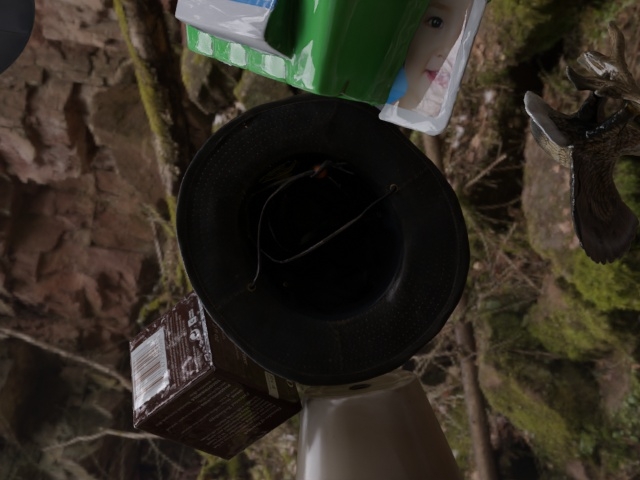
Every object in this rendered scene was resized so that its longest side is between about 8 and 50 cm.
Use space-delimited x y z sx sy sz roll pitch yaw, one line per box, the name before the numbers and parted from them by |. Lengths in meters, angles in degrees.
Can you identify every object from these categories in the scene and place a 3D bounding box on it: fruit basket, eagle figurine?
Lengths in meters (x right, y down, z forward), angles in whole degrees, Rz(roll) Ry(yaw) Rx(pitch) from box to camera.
fruit basket | 0.009 -0.281 0.441 0.327 0.165 0.353 33 122 45
eagle figurine | 0.413 -0.127 0.967 0.226 0.225 0.298 -45 -25 -28

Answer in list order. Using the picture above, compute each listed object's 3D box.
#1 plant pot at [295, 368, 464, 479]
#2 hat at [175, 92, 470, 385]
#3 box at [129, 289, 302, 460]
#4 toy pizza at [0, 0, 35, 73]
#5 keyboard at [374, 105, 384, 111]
plant pot | 0.088 0.368 1.038 0.323 0.323 0.280 7 -106 -88
hat | 0.000 0.000 0.756 0.134 0.331 0.331 118 162 -88
box | -0.169 0.213 1.014 0.167 0.203 0.168 -39 43 16
toy pizza | -0.451 -0.273 0.794 0.201 0.032 0.201 -43 -16 -16
keyboard | -0.009 -0.248 0.768 0.072 0.256 0.014 -37 -6 8
